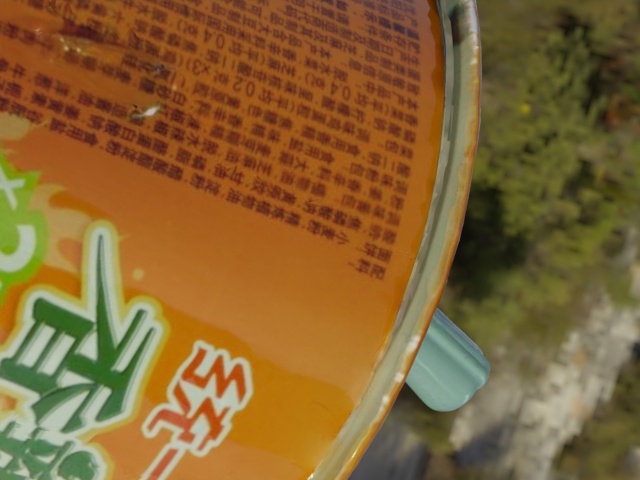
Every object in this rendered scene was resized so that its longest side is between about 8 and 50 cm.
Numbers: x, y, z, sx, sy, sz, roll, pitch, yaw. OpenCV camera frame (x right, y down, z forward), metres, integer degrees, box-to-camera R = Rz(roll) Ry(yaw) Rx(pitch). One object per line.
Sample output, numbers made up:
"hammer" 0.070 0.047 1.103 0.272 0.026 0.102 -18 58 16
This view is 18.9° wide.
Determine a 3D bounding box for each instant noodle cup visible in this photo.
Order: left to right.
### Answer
"instant noodle cup" -0.102 -0.025 0.459 0.182 0.230 0.230 24 81 -33

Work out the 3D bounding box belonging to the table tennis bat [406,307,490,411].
"table tennis bat" 0.000 0.000 0.847 0.237 0.149 0.038 47 39 -36
